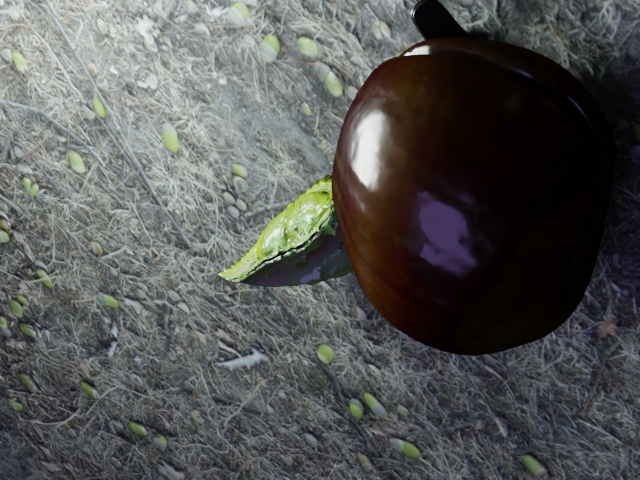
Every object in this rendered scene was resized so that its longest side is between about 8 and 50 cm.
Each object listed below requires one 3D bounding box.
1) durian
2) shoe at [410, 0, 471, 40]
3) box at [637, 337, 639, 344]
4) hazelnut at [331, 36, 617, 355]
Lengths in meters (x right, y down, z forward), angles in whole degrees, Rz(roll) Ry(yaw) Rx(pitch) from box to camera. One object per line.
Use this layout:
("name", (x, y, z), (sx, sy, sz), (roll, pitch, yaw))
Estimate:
("durian", (0.000, 0.000, 2.411), (0.352, 0.169, 0.158), (-32, 95, 45))
("shoe", (0.177, -0.275, 2.121), (0.062, 0.053, 0.159), (-34, 118, 8))
("box", (0.594, 0.093, 2.033), (0.205, 0.051, 0.365), (41, 140, 9))
("hazelnut", (0.194, -0.045, 2.027), (0.402, 0.402, 0.429), (30, 150, 21))
